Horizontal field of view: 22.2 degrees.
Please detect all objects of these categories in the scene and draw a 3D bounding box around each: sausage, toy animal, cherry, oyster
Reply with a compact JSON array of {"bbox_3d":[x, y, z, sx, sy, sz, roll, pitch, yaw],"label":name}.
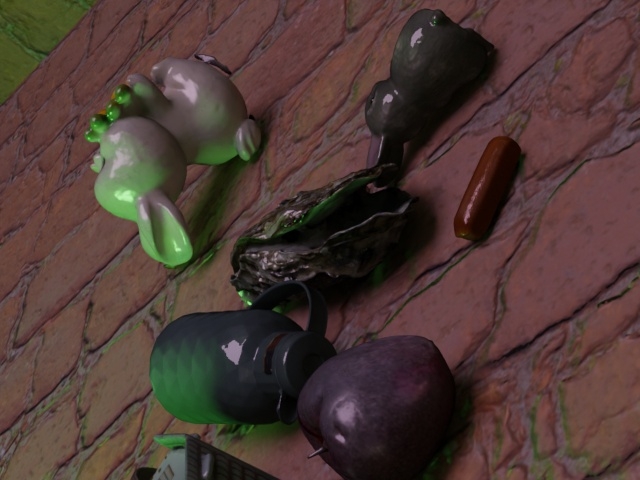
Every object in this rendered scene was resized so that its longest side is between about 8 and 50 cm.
[{"bbox_3d":[0.189,-0.058,1.873,0.039,0.041,0.131,1,60,55],"label":"sausage"},{"bbox_3d":[-0.236,-0.125,2.506,0.310,0.247,0.183,-54,3,-33],"label":"toy animal"},{"bbox_3d":[0.108,-0.192,2.087,0.236,0.138,0.108,-48,60,9],"label":"toy animal"},{"bbox_3d":[0.060,0.179,1.711,0.176,0.140,0.176,-23,27,12],"label":"cherry"},{"bbox_3d":[-0.005,0.002,2.053,0.351,0.162,0.158,-42,57,46],"label":"oyster"}]

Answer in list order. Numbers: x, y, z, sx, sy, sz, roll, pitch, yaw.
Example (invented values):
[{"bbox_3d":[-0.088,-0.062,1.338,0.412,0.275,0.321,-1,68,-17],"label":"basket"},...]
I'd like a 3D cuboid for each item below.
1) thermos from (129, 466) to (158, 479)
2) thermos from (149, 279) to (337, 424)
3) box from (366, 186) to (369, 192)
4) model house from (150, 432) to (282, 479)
[{"bbox_3d":[-0.206,0.418,1.895,0.265,0.146,0.176,-63,20,4],"label":"thermos"},{"bbox_3d":[-0.079,0.141,1.993,0.286,0.145,0.182,-10,57,55],"label":"thermos"},{"bbox_3d":[0.019,-0.050,2.185,0.115,0.025,0.048,-14,46,56],"label":"box"},{"bbox_3d":[-0.105,0.339,1.719,0.215,0.224,0.198,-57,23,7],"label":"model house"}]
